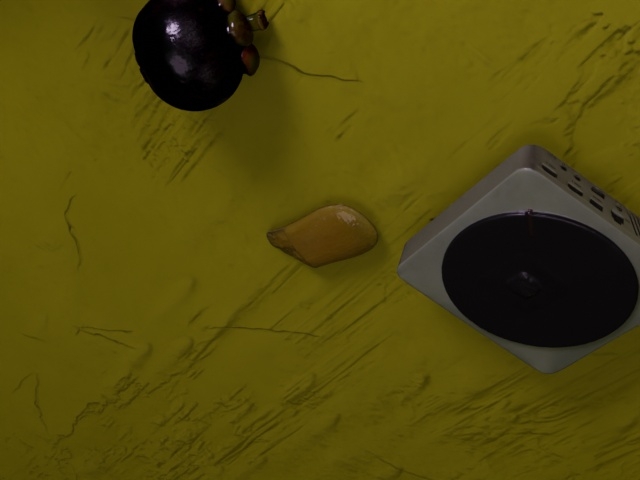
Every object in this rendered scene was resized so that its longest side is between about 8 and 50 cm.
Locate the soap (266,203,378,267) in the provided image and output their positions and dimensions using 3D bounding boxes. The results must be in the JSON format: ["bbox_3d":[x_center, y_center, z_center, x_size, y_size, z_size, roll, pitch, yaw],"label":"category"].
[{"bbox_3d":[0.000,0.000,1.349,0.168,0.033,0.089,-24,119,41],"label":"soap"}]

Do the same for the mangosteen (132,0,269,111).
[{"bbox_3d":[-0.128,-0.215,1.122,0.151,0.137,0.137,-25,128,-1],"label":"mangosteen"}]

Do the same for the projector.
[{"bbox_3d":[0.264,0.027,1.229,0.257,0.079,0.259,33,138,-13],"label":"projector"}]
